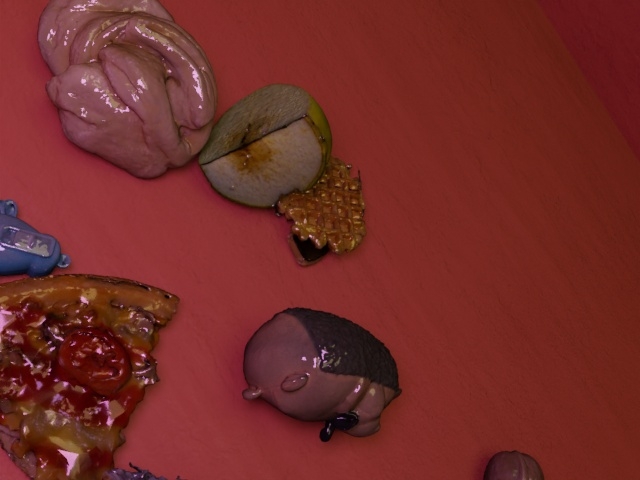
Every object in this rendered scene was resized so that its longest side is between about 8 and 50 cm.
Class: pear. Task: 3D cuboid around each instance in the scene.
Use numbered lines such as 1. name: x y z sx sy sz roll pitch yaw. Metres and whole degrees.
1. pear: -0.106 -0.215 1.433 0.159 0.292 0.292 54 45 -38

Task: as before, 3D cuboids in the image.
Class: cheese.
1. cheese: 0.000 0.000 1.519 0.162 0.036 0.086 -21 78 -40

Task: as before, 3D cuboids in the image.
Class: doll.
1. doll: 0.017 0.265 1.306 0.349 0.247 0.248 19 59 -47

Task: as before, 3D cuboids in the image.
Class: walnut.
1. walnut: 0.446 0.567 1.536 0.140 0.140 0.162 23 70 -26

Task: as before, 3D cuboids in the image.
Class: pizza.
1. pizza: -0.397 0.249 1.074 0.439 0.130 0.406 -6 72 -37

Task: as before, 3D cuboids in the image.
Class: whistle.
1. whistle: -0.550 -0.001 1.095 0.273 0.093 0.186 20 59 -24

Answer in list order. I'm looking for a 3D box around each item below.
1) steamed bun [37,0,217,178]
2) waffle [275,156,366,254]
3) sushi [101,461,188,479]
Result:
1. steamed bun: -0.358 -0.321 1.280 0.324 0.230 0.373 -2 75 -33
2. waffle: 0.007 -0.090 1.527 0.262 0.060 0.280 49 45 4
3. sushi: -0.167 0.472 0.982 0.417 0.417 0.176 36 65 -18
